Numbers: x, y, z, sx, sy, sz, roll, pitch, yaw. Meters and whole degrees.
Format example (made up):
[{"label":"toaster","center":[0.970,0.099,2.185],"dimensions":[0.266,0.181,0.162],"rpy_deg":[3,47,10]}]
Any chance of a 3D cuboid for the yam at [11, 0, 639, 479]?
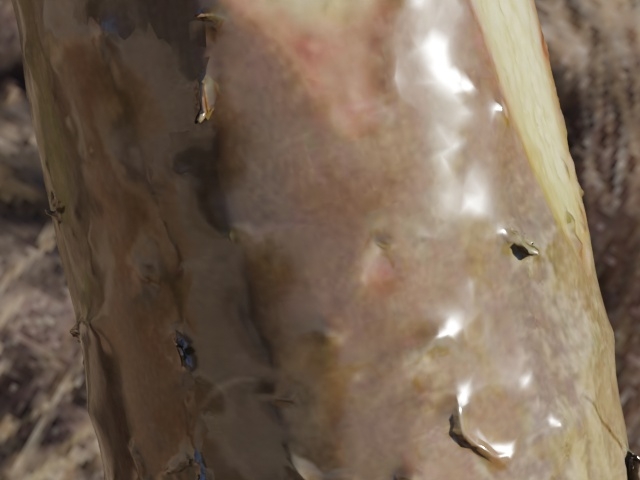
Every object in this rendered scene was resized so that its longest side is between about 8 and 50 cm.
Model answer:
[{"label":"yam","center":[-0.002,0.000,0.422],"dimensions":[0.129,0.238,0.128],"rpy_deg":[-12,5,-36]}]
